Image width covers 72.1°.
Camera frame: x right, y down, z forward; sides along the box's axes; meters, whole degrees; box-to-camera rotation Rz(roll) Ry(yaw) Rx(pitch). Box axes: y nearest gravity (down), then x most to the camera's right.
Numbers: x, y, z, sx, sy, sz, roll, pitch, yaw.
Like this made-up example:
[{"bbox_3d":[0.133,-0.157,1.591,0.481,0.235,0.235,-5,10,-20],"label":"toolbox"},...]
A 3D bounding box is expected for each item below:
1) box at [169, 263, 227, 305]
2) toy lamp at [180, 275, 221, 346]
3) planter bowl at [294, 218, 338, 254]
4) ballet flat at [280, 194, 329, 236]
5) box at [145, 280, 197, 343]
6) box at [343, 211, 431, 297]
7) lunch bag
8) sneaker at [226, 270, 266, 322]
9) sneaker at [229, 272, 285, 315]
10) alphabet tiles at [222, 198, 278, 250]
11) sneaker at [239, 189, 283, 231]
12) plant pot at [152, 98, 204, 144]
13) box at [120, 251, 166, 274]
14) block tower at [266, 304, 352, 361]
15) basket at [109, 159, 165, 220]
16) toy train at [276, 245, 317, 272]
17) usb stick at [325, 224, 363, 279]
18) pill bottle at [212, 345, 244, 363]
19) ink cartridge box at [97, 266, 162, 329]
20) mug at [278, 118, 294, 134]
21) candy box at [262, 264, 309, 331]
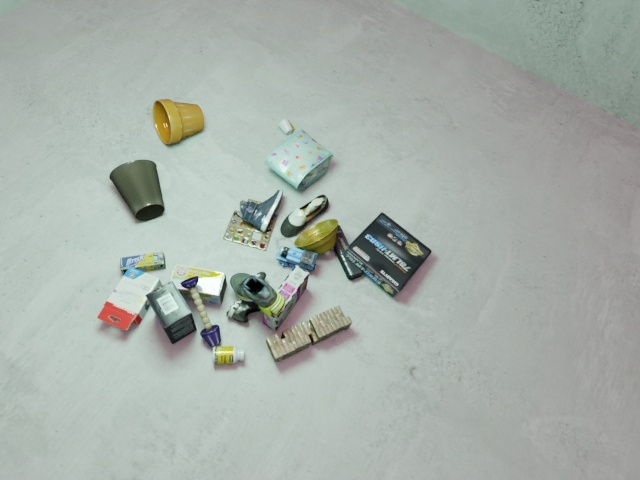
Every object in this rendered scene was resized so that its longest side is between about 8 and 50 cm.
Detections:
[{"bbox_3d":[-0.489,0.178,1.762,0.203,0.114,0.103,10,60,-2],"label":"box"},{"bbox_3d":[-0.448,0.273,1.671,0.080,0.080,0.274,-21,101,-19],"label":"toy lamp"},{"bbox_3d":[0.000,0.000,1.922,0.217,0.217,0.090,-39,112,-25],"label":"planter bowl"},{"bbox_3d":[-0.073,-0.127,2.003,0.095,0.096,0.280,43,64,14],"label":"ballet flat"},{"bbox_3d":[-0.554,0.273,1.646,0.108,0.207,0.153,-30,71,-22],"label":"box"},{"bbox_3d":[0.299,0.056,1.953,0.295,0.073,0.293,41,55,11],"label":"box"},{"bbox_3d":[-0.108,-0.370,2.097,0.223,0.160,0.262,40,58,12],"label":"lunch bag"},{"bbox_3d":[-0.274,0.237,1.787,0.106,0.078,0.234,32,65,6],"label":"sneaker"},{"bbox_3d":[-0.255,0.174,1.665,0.300,0.121,0.111,18,59,45],"label":"sneaker"},{"bbox_3d":[-0.308,-0.080,1.991,0.198,0.009,0.237,16,60,0],"label":"alphabet tiles"},{"bbox_3d":[-0.273,-0.166,1.988,0.163,0.086,0.226,25,62,2],"label":"sneaker"},{"bbox_3d":[-0.672,-0.579,2.113,0.188,0.205,0.205,-21,66,-35],"label":"plant pot"},{"bbox_3d":[-0.727,0.092,1.806,0.169,0.054,0.059,-9,63,-13],"label":"box"},{"bbox_3d":[-0.045,0.366,1.741,0.335,0.091,0.097,-20,67,-19],"label":"block tower"},{"bbox_3d":[-0.777,-0.213,1.915,0.204,0.154,0.227,-22,71,-21],"label":"basket"},{"bbox_3d":[-0.101,0.077,1.881,0.184,0.105,0.080,19,60,2],"label":"toy train"},{"bbox_3d":[0.104,0.048,1.963,0.077,0.045,0.278,-17,65,-16],"label":"usb stick"},{"bbox_3d":[-0.349,0.435,1.670,0.116,0.065,0.065,0,62,-9],"label":"pill bottle"},{"bbox_3d":[-0.738,0.234,1.712,0.134,0.078,0.231,21,61,4],"label":"ink cartridge box"},{"bbox_3d":[-0.168,-0.583,2.260,0.078,0.062,0.064,-29,77,-15],"label":"mug"},{"bbox_3d":[-0.139,0.231,1.761,0.071,0.159,0.233,30,61,10],"label":"candy box"}]
